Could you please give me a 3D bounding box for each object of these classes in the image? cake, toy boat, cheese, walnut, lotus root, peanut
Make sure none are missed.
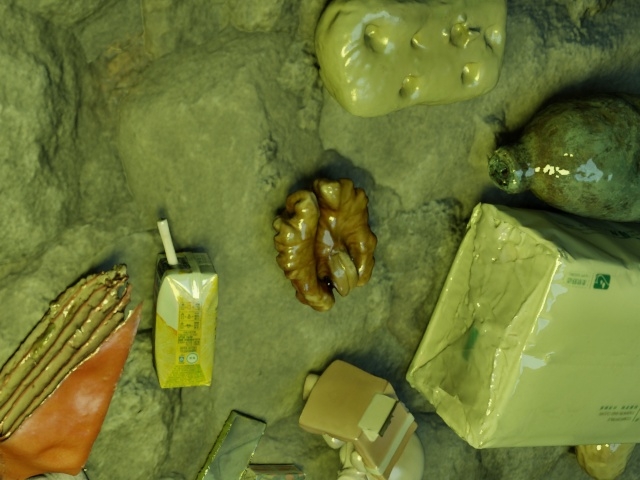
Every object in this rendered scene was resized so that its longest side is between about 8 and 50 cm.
[{"bbox_3d":[-0.279,0.156,1.805,0.135,0.098,0.287,33,95,-36],"label":"cake"},{"bbox_3d":[-0.114,0.272,2.043,0.063,0.016,0.115,25,93,-42],"label":"toy boat"},{"bbox_3d":[0.111,-0.233,1.931,0.263,0.093,0.159,-11,116,-34],"label":"cheese"},{"bbox_3d":[0.000,0.000,1.969,0.143,0.069,0.170,-32,129,-24],"label":"walnut"},{"bbox_3d":[0.378,-0.110,2.153,0.349,0.175,0.175,-4,113,-38],"label":"lotus root"},{"bbox_3d":[0.449,0.253,2.433,0.104,0.085,0.228,8,104,-50],"label":"peanut"}]

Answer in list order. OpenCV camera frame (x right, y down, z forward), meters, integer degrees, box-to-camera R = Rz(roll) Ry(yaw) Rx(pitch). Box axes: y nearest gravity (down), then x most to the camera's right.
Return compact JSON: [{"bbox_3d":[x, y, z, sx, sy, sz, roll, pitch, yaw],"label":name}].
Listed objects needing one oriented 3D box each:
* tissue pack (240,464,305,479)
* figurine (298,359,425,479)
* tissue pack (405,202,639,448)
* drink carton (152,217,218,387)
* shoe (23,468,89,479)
[{"bbox_3d":[-0.067,0.322,2.091,0.083,0.035,0.063,7,106,-42],"label":"tissue pack"},{"bbox_3d":[0.059,0.267,2.108,0.163,0.141,0.237,-63,148,-27],"label":"figurine"},{"bbox_3d":[0.341,0.116,2.188,0.380,0.207,0.297,3,115,-39],"label":"tissue pack"},{"bbox_3d":[-0.157,0.067,1.870,0.074,0.084,0.200,0,113,-13],"label":"drink carton"},{"bbox_3d":[-0.333,0.377,1.875,0.137,0.095,0.245,-8,112,-32],"label":"shoe"}]
